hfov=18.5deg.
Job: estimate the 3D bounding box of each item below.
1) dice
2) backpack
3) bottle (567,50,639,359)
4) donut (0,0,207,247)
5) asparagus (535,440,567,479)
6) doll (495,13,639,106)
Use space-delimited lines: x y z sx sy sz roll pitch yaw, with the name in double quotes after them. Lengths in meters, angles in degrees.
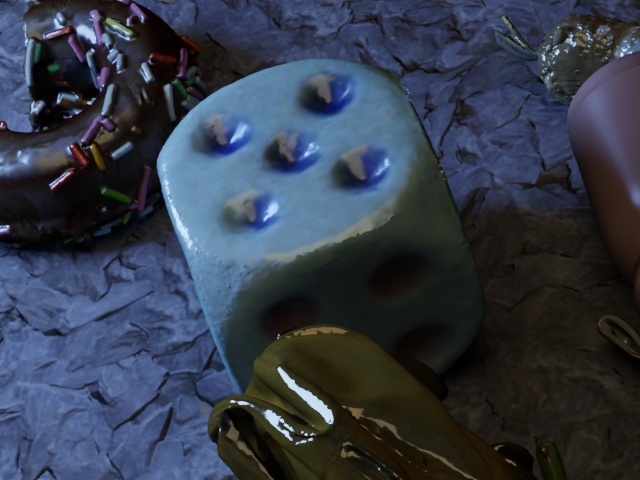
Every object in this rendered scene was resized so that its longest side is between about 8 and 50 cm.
0.000 0.000 1.946 0.262 0.268 0.265 -21 49 0 "dice"
0.089 0.237 1.687 0.201 0.353 0.378 -47 53 -6 "backpack"
0.345 -0.024 1.943 0.206 0.173 0.297 -37 45 27 "bottle"
-0.265 -0.143 2.233 0.259 0.136 0.345 6 55 25 "donut"
0.233 0.288 1.799 0.025 0.024 0.248 -47 37 35 "asparagus"
0.295 -0.191 2.125 0.221 0.105 0.115 8 17 22 "doll"
